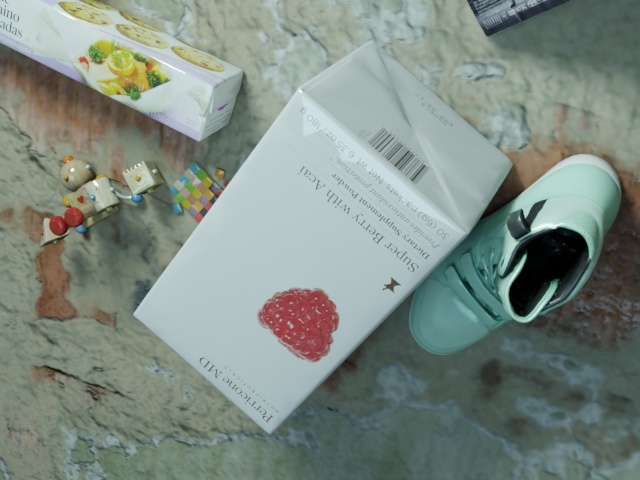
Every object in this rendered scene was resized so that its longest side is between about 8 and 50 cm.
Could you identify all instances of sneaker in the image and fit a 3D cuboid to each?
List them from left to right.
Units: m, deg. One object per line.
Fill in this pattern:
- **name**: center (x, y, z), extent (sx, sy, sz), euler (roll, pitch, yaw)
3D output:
- **sneaker**: center (0.147, 0.039, 0.849), extent (0.094, 0.151, 0.256), euler (42, 124, 0)

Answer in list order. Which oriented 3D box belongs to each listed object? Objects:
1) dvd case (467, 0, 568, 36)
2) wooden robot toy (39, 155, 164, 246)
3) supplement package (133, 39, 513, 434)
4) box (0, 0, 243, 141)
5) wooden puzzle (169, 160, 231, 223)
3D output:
- **dvd case**: center (0.125, -0.275, 0.740), extent (0.221, 0.018, 0.164), euler (59, 157, -10)
- **wooden robot toy**: center (-0.254, -0.056, 1.037), extent (0.173, 0.076, 0.079), euler (-25, 90, 31)
- **supplement package**: center (0.000, 0.000, 0.882), extent (0.177, 0.175, 0.293), euler (41, 123, 1)
- **box**: center (-0.233, -0.199, 0.960), extent (0.324, 0.067, 0.063), euler (27, 121, 12)
- **wooden puzzle**: center (-0.127, -0.050, 1.016), extent (0.049, 0.006, 0.083), euler (46, 123, -1)
